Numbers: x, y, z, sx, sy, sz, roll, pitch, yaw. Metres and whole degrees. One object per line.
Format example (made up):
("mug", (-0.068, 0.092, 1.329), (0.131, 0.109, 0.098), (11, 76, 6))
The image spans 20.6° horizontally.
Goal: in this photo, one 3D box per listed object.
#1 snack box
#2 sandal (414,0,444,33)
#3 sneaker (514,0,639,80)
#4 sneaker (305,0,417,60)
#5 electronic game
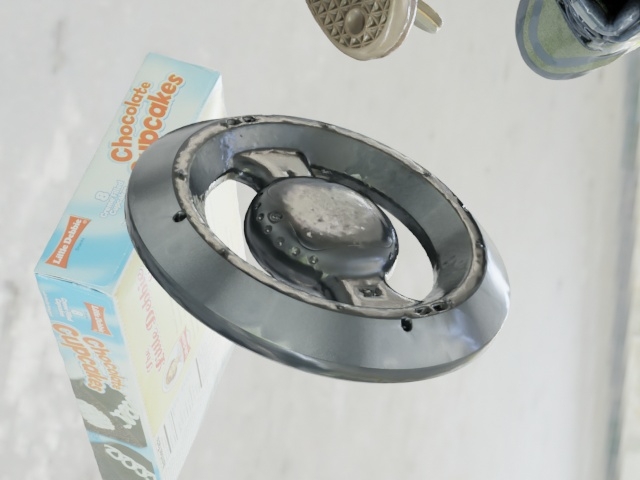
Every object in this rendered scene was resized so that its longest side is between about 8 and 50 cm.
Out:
("snack box", (-0.117, 0.038, 1.269), (0.322, 0.060, 0.187), (87, 23, -58))
("sandal", (0.010, -0.186, 1.303), (0.180, 0.072, 0.049), (18, 103, -34))
("sneaker", (0.205, -0.185, 1.237), (0.121, 0.111, 0.300), (-40, 178, -27))
("sneaker", (0.027, -0.167, 0.886), (0.071, 0.066, 0.188), (17, 50, -43))
("electronic game", (0.000, 0.000, 1.009), (0.229, 0.229, 0.048), (-54, 167, -55))
